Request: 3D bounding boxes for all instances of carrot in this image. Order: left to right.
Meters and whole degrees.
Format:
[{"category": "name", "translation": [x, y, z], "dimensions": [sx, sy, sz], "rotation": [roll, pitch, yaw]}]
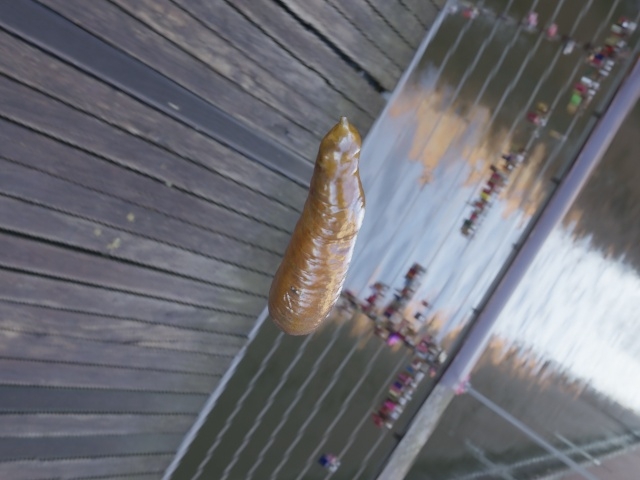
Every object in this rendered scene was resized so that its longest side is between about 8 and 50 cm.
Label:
[{"category": "carrot", "translation": [0.000, 0.000, 0.665], "dimensions": [0.059, 0.059, 0.248], "rotation": [-38, 160, -33]}]
